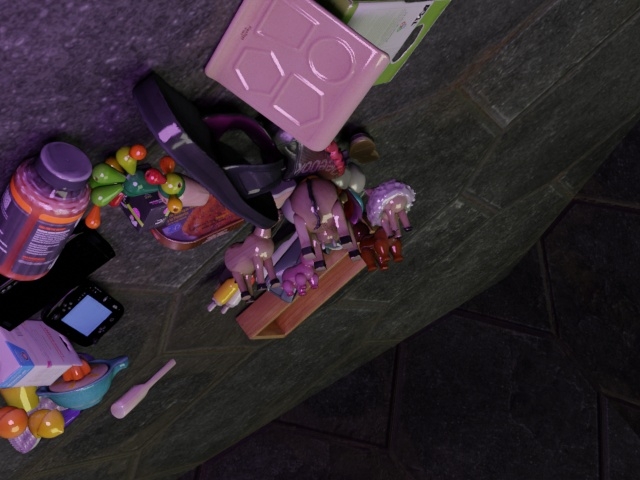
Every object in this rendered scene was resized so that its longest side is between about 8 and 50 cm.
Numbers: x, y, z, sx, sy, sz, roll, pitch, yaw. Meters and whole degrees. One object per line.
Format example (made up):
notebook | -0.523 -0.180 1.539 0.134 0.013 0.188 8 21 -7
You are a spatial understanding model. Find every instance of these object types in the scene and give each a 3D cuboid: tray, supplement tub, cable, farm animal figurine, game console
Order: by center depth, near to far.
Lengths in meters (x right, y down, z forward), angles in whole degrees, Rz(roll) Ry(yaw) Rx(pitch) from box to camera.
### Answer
supplement tub | -0.377 -0.041 1.268 0.106 0.106 0.198 -15 153 -50
game console | -0.417 0.092 1.584 0.213 0.044 0.361 -36 158 -4
farm animal figurine | -0.013 -0.026 1.716 0.330 0.172 0.327 -12 163 -10
cable | -0.133 0.041 1.995 0.287 0.072 0.139 -48 165 29
tray | -0.008 0.091 2.358 0.411 0.076 0.203 -41 162 14

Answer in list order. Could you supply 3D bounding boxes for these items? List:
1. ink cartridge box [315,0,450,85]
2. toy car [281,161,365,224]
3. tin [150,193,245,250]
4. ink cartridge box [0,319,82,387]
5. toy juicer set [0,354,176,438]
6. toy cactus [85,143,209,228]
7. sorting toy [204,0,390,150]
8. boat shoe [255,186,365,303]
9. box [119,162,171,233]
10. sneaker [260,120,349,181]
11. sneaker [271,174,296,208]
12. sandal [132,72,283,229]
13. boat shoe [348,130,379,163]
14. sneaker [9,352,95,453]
ink cartridge box | 0.051 -0.318 1.413 0.255 0.097 0.189 -20 155 -48
toy car | 0.025 -0.074 1.898 0.159 0.136 0.182 -43 161 16
tin | -0.201 -0.051 1.583 0.189 0.106 0.040 -25 167 -31
ink cartridge box | -0.501 0.193 1.616 0.061 0.104 0.181 -41 162 11
toy juicer set | -0.439 0.267 1.683 0.328 0.090 0.209 -12 -164 4
toy cactus | -0.236 -0.070 1.323 0.180 0.112 0.219 10 166 -42
sorting toy | -0.034 -0.246 1.306 0.193 0.208 0.038 -52 -171 38
boat shoe | 0.000 0.000 2.042 0.319 0.099 0.116 -47 169 -4
box | -0.271 -0.065 1.445 0.052 0.083 0.062 -19 155 -43
sneaker | -0.034 -0.158 1.645 0.135 0.098 0.276 -38 160 2
sneaker | -0.103 -0.082 1.776 0.134 0.051 0.070 -18 149 -55
sandal | -0.127 -0.129 1.409 0.107 0.168 0.446 -33 161 6
boat shoe | 0.080 -0.190 1.861 0.056 0.049 0.152 -20 168 6
sneaker | -0.516 0.306 1.907 0.293 0.102 0.146 -44 168 30
